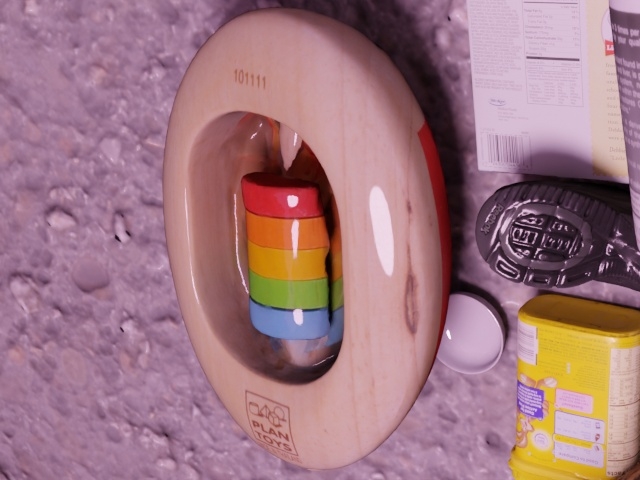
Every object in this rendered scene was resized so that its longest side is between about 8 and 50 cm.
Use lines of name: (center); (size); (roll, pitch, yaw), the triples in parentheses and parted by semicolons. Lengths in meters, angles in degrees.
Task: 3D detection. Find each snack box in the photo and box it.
snack box: (0.278, -0.140, 1.310); (0.322, 0.060, 0.187); (7, 114, 30)

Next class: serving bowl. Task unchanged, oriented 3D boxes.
serving bowl: (0.141, 0.084, 1.522); (0.083, 0.027, 0.083); (14, 118, 28)

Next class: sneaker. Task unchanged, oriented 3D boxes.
sneaker: (0.274, -0.001, 1.353); (0.286, 0.130, 0.109); (17, 106, 1)

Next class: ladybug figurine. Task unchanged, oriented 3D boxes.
ladybug figurine: (0.000, 0.000, 1.478); (0.305, 0.162, 0.449); (18, 118, 36)

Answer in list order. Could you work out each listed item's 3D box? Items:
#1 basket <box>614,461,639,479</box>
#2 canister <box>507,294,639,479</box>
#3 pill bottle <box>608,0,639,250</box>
basket: (0.318, 0.305, 1.313); (0.223, 0.299, 0.213); (60, 155, -3)
canister: (0.237, 0.143, 1.459); (0.126, 0.073, 0.169); (11, 115, 29)
pill bottle: (0.295, -0.129, 1.162); (0.161, 0.161, 0.283); (1, 110, 33)
